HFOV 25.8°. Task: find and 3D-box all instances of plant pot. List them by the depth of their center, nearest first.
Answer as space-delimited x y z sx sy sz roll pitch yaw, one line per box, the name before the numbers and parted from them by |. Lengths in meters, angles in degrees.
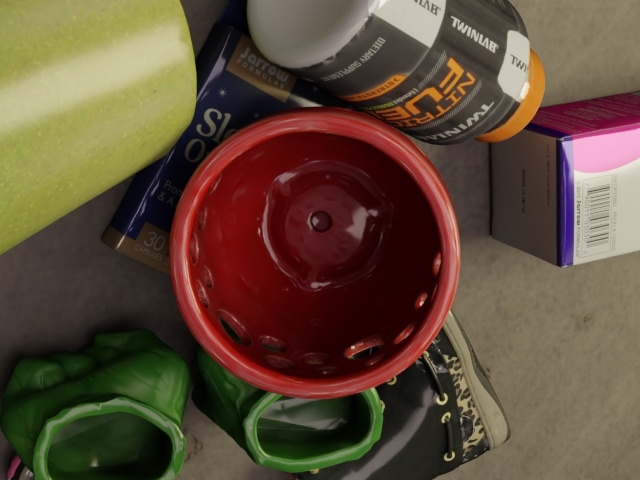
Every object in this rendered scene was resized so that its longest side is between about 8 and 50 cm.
plant pot | -0.227 -0.096 0.864 0.254 0.276 0.276 -25 115 -31
plant pot | 0.000 0.000 0.976 0.191 0.174 0.191 0 98 3

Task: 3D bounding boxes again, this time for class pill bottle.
pill bottle | 0.070 -0.150 1.045 0.245 0.130 0.130 21 94 -47

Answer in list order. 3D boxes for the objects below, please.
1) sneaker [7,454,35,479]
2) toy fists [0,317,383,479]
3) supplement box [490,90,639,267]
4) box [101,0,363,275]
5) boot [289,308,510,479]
sneaker | -0.161 0.209 1.075 0.170 0.075 0.063 37 86 -31
toy fists | -0.096 0.115 1.035 0.279 0.142 0.096 -7 102 -18
supplement box | 0.265 -0.061 1.201 0.220 0.114 0.111 -10 108 -24
box | -0.056 -0.069 1.073 0.136 0.036 0.225 27 90 -31
boot | 0.040 0.128 1.154 0.178 0.085 0.236 -37 117 -11
